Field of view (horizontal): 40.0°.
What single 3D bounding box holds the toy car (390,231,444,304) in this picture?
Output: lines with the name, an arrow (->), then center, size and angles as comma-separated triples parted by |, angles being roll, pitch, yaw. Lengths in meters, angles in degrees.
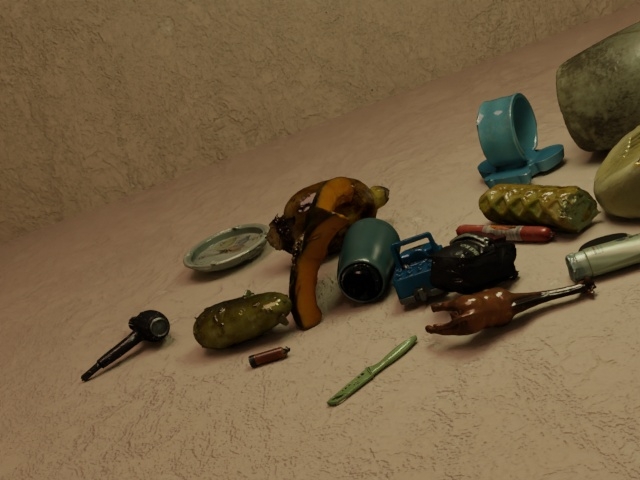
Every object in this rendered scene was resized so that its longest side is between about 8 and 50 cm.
toy car -> 0.187, 0.046, 1.683 | 0.097, 0.100, 0.191 | -19, 15, 14

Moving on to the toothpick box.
toothpick box -> 0.094, 0.043, 1.769 | 0.120, 0.120, 0.184 | -14, 23, 19

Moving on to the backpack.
backpack -> 0.269, 0.038, 1.567 | 0.120, 0.105, 0.165 | 1, 7, 40

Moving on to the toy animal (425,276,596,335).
toy animal -> 0.311, 0.105, 1.457 | 0.224, 0.066, 0.230 | -12, -2, -43

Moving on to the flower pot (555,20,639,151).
flower pot -> 0.717, -0.339, 1.944 | 0.330, 0.293, 0.293 | -17, 17, 36

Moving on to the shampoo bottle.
shampoo bottle -> 0.523, 0.016, 1.487 | 0.213, 0.049, 0.072 | -19, 19, 7

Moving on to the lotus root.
lotus root -> 0.025, -0.058, 2.041 | 0.314, 0.169, 0.141 | -24, 32, -11

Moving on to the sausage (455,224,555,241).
sausage -> 0.366, -0.015, 1.770 | 0.034, 0.034, 0.253 | -34, 23, -34

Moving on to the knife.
knife -> 0.088, 0.213, 1.458 | 0.207, 0.014, 0.030 | -33, 24, -31

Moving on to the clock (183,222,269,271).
clock -> -0.235, 0.029, 2.258 | 0.237, 0.053, 0.236 | -19, 21, 8

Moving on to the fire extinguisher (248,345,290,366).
fire extinguisher -> -0.092, 0.213, 1.633 | 0.083, 0.022, 0.028 | -17, -18, 9

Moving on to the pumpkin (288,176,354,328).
pumpkin -> -0.007, 0.013, 1.810 | 0.095, 0.258, 0.290 | 18, 16, -4

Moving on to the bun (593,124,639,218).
bun -> 0.629, -0.130, 1.657 | 0.229, 0.145, 0.229 | -53, 4, 5

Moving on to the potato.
potato -> -0.155, 0.155, 1.750 | 0.226, 0.090, 0.117 | -18, 25, 24

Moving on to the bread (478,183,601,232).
bread -> 0.425, -0.068, 1.765 | 0.098, 0.087, 0.269 | -32, 20, -26

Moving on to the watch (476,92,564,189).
watch -> 0.444, -0.240, 2.062 | 0.211, 0.193, 0.211 | -20, 16, 6

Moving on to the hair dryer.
hair dryer -> -0.438, 0.231, 1.920 | 0.219, 0.075, 0.196 | -39, 14, -25

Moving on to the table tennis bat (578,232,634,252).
table tennis bat -> 0.536, 0.004, 1.564 | 0.157, 0.013, 0.087 | -16, 18, 18
